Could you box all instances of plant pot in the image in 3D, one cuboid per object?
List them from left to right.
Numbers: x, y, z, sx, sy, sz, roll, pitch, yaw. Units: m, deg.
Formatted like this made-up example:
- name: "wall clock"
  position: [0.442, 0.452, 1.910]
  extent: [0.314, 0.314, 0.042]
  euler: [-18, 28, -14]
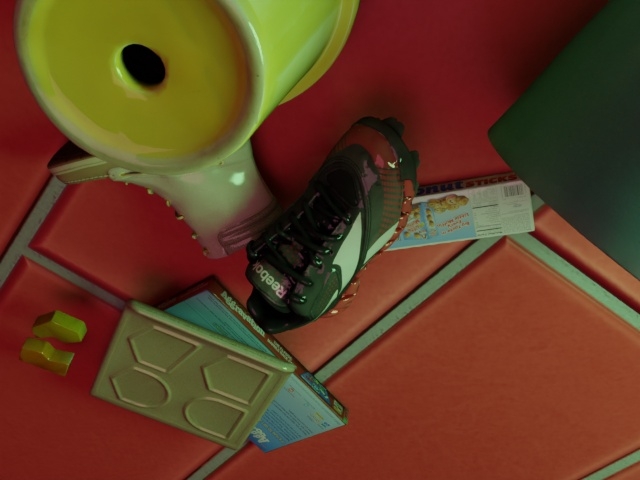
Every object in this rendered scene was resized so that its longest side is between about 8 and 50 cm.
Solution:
- name: "plant pot"
  position: [-0.099, -0.179, 0.563]
  extent: [0.254, 0.239, 0.254]
  euler: [5, 130, 6]
- name: "plant pot"
  position: [0.311, -0.088, 0.553]
  extent: [0.293, 0.293, 0.235]
  euler: [29, 113, -15]

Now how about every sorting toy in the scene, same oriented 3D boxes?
- name: "sorting toy"
  position: [-0.207, 0.150, 0.948]
  extent: [0.307, 0.041, 0.229]
  euler: [24, 134, -10]

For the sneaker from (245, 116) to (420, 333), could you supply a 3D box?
- name: "sneaker"
  position: [0.000, 0.000, 0.738]
  extent: [0.097, 0.135, 0.276]
  euler: [47, 137, 18]

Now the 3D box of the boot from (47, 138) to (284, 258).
- name: "boot"
  position: [-0.154, -0.052, 0.783]
  extent: [0.213, 0.077, 0.165]
  euler: [-12, 129, 17]

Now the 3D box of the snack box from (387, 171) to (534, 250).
- name: "snack box"
  position: [0.126, -0.028, 0.789]
  extent: [0.178, 0.022, 0.064]
  euler: [-8, 126, 15]

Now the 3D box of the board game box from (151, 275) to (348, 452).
- name: "board game box"
  position: [-0.102, 0.169, 0.984]
  extent: [0.145, 0.027, 0.281]
  euler: [-26, 121, 26]
